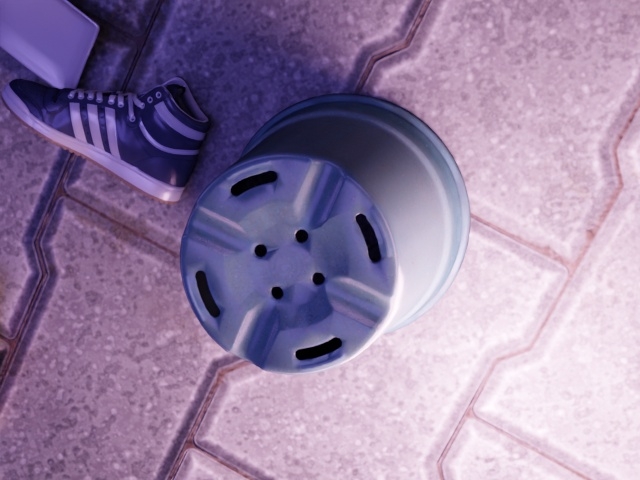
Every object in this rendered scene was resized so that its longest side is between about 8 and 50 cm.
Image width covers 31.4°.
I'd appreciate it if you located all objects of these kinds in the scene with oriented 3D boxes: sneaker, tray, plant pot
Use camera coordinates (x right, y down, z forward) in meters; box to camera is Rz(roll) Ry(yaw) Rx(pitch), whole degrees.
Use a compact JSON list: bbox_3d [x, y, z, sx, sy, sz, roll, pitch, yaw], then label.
[{"bbox_3d":[-0.284,-0.182,1.555,0.282,0.099,0.153,30,110,-3],"label":"sneaker"},{"bbox_3d":[-0.424,-0.329,1.582,0.270,0.030,0.145,38,131,4],"label":"tray"},{"bbox_3d":[0.000,0.000,1.406,0.341,0.334,0.341,2,101,12],"label":"plant pot"}]
